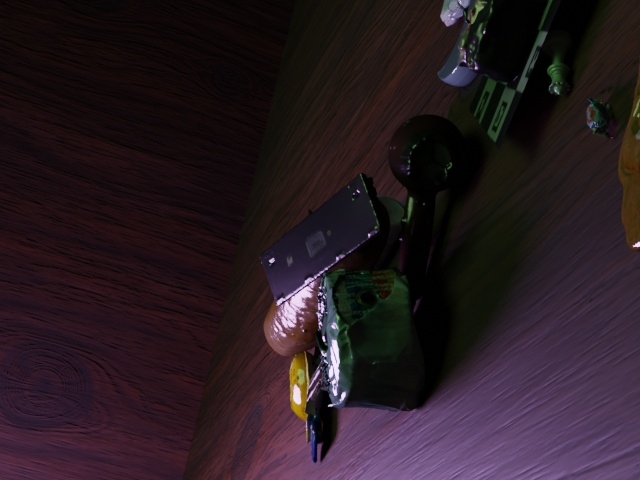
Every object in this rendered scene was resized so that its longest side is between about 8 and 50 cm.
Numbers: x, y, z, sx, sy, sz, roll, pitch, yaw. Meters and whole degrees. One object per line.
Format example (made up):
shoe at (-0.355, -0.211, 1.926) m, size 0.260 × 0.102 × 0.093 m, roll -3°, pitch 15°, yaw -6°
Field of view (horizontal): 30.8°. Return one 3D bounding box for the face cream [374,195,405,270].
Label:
face cream at (0.072, 0.036, 2.121) m, size 0.082 × 0.082 × 0.269 m, roll -85°, pitch 18°, yaw -47°

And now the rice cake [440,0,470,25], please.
rice cake at (0.266, -0.497, 2.118) m, size 0.124 × 0.038 × 0.211 m, roll 135°, pitch 151°, yaw -66°

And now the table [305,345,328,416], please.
table at (0.032, 0.213, 2.088) m, size 0.175 × 0.062 × 0.146 m, roll -84°, pitch 16°, yaw -49°

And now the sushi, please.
sushi at (0.245, -0.316, 1.684) m, size 0.373 × 0.100 × 0.296 m, roll -88°, pitch 18°, yaw -75°

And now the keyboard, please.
keyboard at (0.000, 0.000, 1.803) m, size 0.317 × 0.027 × 0.106 m, roll -37°, pitch 66°, yaw 51°

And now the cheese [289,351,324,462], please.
cheese at (-0.023, 0.304, 2.182) m, size 0.250 × 0.064 × 0.157 m, roll -99°, pitch 8°, yaw -48°

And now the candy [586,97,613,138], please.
candy at (0.327, -0.143, 1.355) m, size 0.083 × 0.030 × 0.020 m, roll -76°, pitch 8°, yaw -53°

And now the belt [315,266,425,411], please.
belt at (0.070, 0.143, 1.739) m, size 0.257 × 0.150 × 0.207 m, roll -118°, pitch 26°, yaw -76°

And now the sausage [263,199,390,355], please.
sausage at (-0.004, 0.083, 1.998) m, size 0.501 × 0.123 × 0.136 m, roll 120°, pitch 157°, yaw -54°

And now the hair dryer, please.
hair dryer at (0.153, -0.033, 1.883) m, size 0.312 × 0.123 × 0.341 m, roll -86°, pitch 4°, yaw -86°

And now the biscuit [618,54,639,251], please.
biscuit at (0.356, -0.131, 1.162) m, size 0.186 × 0.044 × 0.295 m, roll 133°, pitch 153°, yaw -69°

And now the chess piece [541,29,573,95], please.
chess piece at (0.311, -0.229, 1.522) m, size 0.042 × 0.042 × 0.093 m, roll 125°, pitch 155°, yaw -55°

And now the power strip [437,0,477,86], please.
power strip at (0.259, -0.356, 1.930) m, size 0.137 × 0.044 × 0.216 m, roll -110°, pitch 39°, yaw -71°
